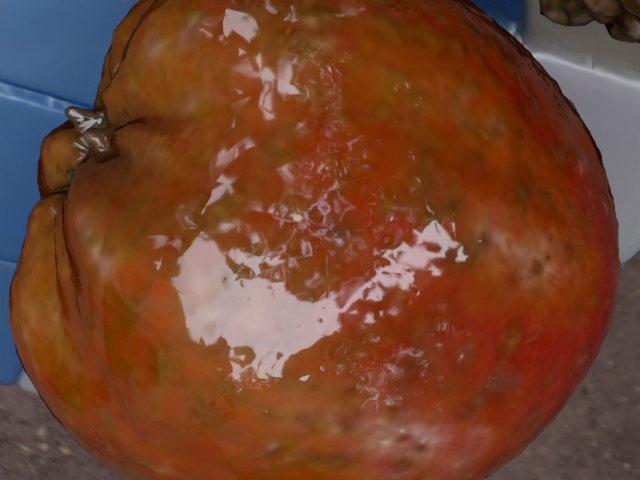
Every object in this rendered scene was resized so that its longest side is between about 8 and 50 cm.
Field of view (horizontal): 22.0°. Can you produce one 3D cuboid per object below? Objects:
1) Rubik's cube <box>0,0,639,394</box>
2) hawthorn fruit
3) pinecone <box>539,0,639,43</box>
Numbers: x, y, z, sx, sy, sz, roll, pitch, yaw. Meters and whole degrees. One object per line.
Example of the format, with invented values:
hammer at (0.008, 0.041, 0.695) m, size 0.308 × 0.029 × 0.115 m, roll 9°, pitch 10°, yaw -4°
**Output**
Rubik's cube at (-0.032, -0.129, 0.827) m, size 0.347 × 0.344 × 0.346 m, roll 15°, pitch 51°, yaw -17°
hawthorn fruit at (0.000, 0.000, 0.504) m, size 0.189 × 0.189 × 0.189 m, roll -1°, pitch 92°, yaw -23°
pinecone at (0.139, -0.123, 0.467) m, size 0.195 × 0.150 × 0.179 m, roll -31°, pitch 71°, yaw -19°
